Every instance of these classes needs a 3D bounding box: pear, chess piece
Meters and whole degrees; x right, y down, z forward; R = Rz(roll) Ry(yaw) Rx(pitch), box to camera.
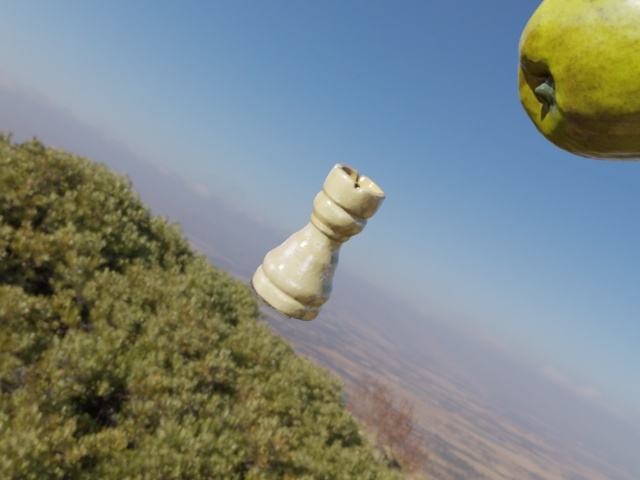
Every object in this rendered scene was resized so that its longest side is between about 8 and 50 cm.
[{"bbox_3d":[0.365,-0.209,0.733,0.253,0.307,0.253,161,-90,-89],"label":"pear"},{"bbox_3d":[0.000,0.000,0.569,0.066,0.122,0.066,29,19,-11],"label":"chess piece"}]
